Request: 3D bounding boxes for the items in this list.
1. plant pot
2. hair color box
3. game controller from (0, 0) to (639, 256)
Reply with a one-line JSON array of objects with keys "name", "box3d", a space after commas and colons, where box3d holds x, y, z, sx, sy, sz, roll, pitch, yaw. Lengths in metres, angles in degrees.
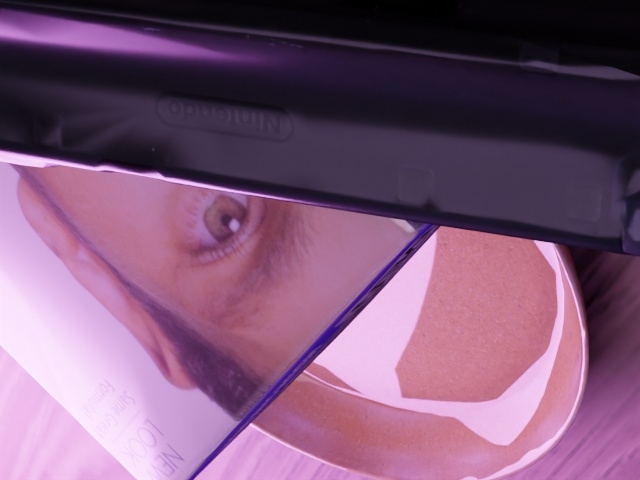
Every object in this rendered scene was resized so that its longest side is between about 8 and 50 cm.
[{"name": "plant pot", "box3d": [0.000, 0.000, 0.701, 0.236, 0.032, 0.236, 22, 139, 20]}, {"name": "hair color box", "box3d": [-0.107, -0.096, 0.591, 0.339, 0.110, 0.185, 43, 137, 2]}, {"name": "game controller", "box3d": [-0.012, -0.092, 0.441, 0.319, 0.067, 0.166, 10, 98, 20]}]
